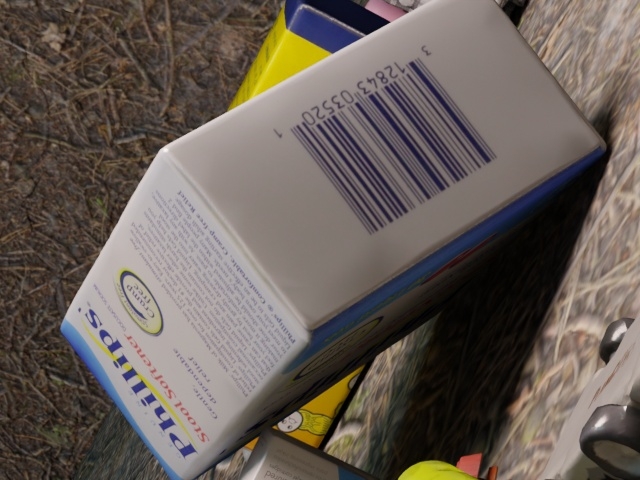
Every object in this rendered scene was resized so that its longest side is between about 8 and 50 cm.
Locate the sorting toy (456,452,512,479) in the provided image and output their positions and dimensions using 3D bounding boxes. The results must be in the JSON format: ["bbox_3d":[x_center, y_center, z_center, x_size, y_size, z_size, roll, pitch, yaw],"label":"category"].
[{"bbox_3d":[0.083,0.164,1.018,0.061,0.042,0.102,71,-148,-79],"label":"sorting toy"}]

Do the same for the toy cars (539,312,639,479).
[{"bbox_3d":[0.190,-0.014,0.730,0.393,0.087,0.176,-64,-5,23],"label":"toy cars"}]

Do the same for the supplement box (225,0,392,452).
[{"bbox_3d":[-0.016,-0.017,1.655,0.356,0.195,0.194,-61,8,13],"label":"supplement box"}]

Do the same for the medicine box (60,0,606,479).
[{"bbox_3d":[0.000,0.000,1.276,0.263,0.149,0.289,-32,-10,-30],"label":"medicine box"}]

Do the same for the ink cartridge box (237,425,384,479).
[{"bbox_3d":[-0.027,0.226,1.257,0.181,0.104,0.061,-64,7,-1],"label":"ink cartridge box"}]

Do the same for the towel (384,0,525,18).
[{"bbox_3d":[0.109,-0.333,1.744,0.283,0.235,0.121,-64,4,-11],"label":"towel"}]

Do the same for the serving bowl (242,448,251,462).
[{"bbox_3d":[-0.054,0.180,1.861,0.083,0.027,0.083,-61,9,17],"label":"serving bowl"}]

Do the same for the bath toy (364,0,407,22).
[{"bbox_3d":[0.074,-0.185,1.864,0.348,0.129,0.151,-61,8,9],"label":"bath toy"}]

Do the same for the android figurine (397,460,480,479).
[{"bbox_3d":[0.044,0.225,0.853,0.273,0.056,0.248,-164,87,-83],"label":"android figurine"}]
